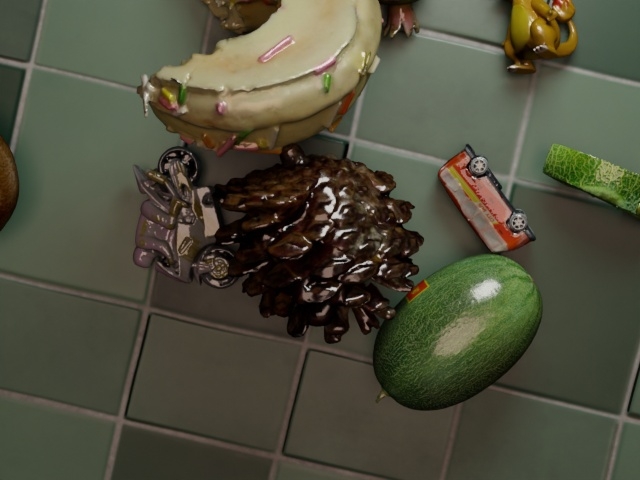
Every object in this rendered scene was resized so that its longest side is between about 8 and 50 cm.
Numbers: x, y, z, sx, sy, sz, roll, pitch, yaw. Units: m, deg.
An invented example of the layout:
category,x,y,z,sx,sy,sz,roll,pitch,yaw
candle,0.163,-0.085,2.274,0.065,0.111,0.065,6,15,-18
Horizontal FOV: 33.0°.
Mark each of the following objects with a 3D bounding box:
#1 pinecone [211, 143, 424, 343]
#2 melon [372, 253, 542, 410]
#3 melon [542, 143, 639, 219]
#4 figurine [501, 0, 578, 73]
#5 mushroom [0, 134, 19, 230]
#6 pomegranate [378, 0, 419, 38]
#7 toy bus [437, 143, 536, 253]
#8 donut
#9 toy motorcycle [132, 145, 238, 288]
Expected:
category,x,y,z,sx,sy,sz,roll,pitch,yaw
pinecone,-0.002,0.005,1.522,0.242,0.298,0.295,-33,88,45
melon,0.188,0.139,1.559,0.288,0.182,0.182,-38,91,1
melon,0.425,-0.080,1.579,0.210,0.118,0.064,24,99,5
figurine,0.319,-0.340,1.585,0.122,0.121,0.176,-13,82,-26
mushroom,-0.592,-0.086,1.583,0.297,0.163,0.278,8,85,1
pomegranate,0.103,-0.381,1.574,0.130,0.129,0.159,18,130,1
toy bus,0.245,-0.056,1.603,0.077,0.079,0.174,-35,92,12
donut,-0.067,-0.272,1.490,0.308,0.150,0.371,5,53,8
toy motorcycle,-0.219,-0.019,1.617,0.152,0.073,0.225,-22,93,5
